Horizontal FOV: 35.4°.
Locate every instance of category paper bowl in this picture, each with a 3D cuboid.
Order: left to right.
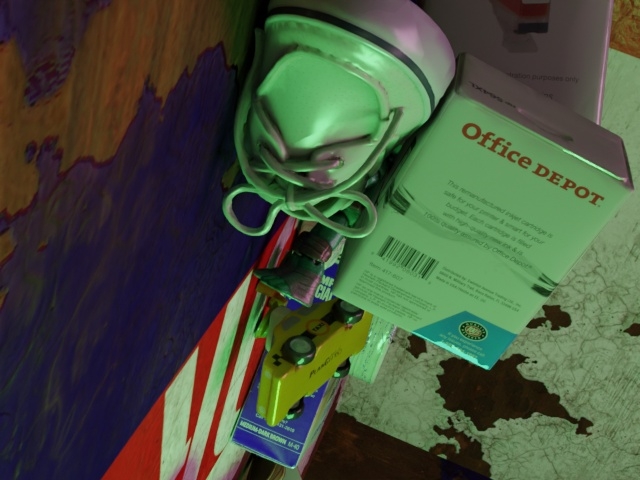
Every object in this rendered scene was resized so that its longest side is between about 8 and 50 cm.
[{"bbox_3d":[0.088,0.115,1.897,0.284,0.148,0.284,21,90,-83],"label":"paper bowl"}]

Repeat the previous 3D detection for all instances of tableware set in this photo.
[{"bbox_3d":[-0.055,0.062,1.166,0.104,0.024,0.154,-59,172,-15],"label":"tableware set"}]

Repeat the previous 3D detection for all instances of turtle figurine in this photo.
[{"bbox_3d":[0.016,-0.051,1.015,0.234,0.118,0.175,-62,173,-2],"label":"turtle figurine"}]

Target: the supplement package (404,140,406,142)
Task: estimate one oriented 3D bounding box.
[{"bbox_3d":[0.170,-0.179,1.486,0.175,0.177,0.293,-54,165,-65],"label":"supplement package"}]

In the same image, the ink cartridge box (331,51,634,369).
[{"bbox_3d":[0.121,-0.019,0.777,0.203,0.148,0.086,-59,-172,33],"label":"ink cartridge box"}]

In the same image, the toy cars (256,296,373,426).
[{"bbox_3d":[0.034,0.032,1.150,0.394,0.087,0.176,-57,157,-8],"label":"toy cars"}]

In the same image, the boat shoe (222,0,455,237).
[{"bbox_3d":[-0.008,-0.070,0.739,0.157,0.135,0.367,-64,-178,-8],"label":"boat shoe"}]

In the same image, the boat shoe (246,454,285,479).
[{"bbox_3d":[-0.089,0.367,1.727,0.178,0.064,0.060,-60,139,-56],"label":"boat shoe"}]

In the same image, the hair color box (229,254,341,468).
[{"bbox_3d":[-0.004,0.131,1.421,0.185,0.110,0.339,-23,133,-79],"label":"hair color box"}]

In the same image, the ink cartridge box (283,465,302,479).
[{"bbox_3d":[-0.086,0.540,1.842,0.159,0.092,0.218,-113,-148,-44],"label":"ink cartridge box"}]

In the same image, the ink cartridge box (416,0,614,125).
[{"bbox_3d":[0.171,-0.244,0.913,0.279,0.160,0.385,-59,154,-77],"label":"ink cartridge box"}]

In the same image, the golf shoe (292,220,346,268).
[{"bbox_3d":[0.000,0.000,1.225,0.086,0.069,0.176,-56,167,-20],"label":"golf shoe"}]
